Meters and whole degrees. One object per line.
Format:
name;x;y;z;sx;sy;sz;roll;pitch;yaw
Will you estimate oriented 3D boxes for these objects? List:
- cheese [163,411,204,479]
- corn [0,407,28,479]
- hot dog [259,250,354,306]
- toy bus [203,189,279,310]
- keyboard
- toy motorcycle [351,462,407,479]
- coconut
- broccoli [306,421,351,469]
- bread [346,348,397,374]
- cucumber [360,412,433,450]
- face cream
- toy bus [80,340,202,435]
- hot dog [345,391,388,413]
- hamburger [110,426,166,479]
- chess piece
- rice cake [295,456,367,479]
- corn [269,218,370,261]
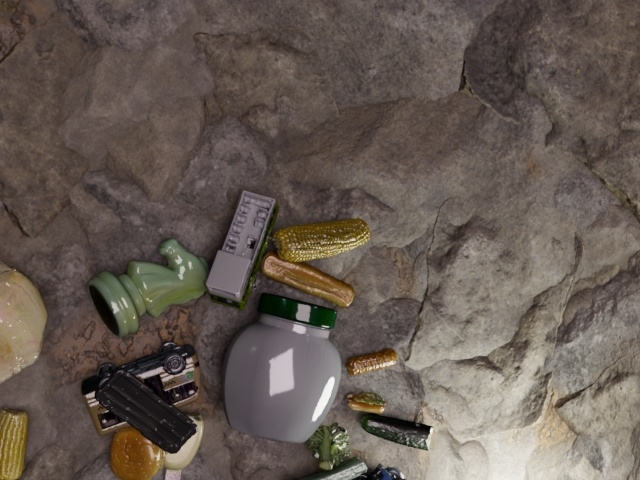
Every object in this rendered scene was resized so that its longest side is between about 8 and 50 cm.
cheese;-0.382;0.572;1.872;0.127;0.050;0.256;10;88;-20
corn;-0.750;0.490;1.731;0.085;0.063;0.165;10;87;4
hot dog;-0.036;0.109;1.981;0.285;0.061;0.088;29;82;-17
toy bus;-0.199;0.018;1.852;0.113;0.139;0.302;15;72;6
keyboard;-0.419;0.416;1.739;0.106;0.016;0.262;-47;111;-3
toy motorcycle;0.192;0.806;2.054;0.212;0.125;0.359;-28;98;-9
coconut;-0.764;0.177;1.605;0.297;0.297;0.255;-33;113;-16
broccoli;0.018;0.568;1.941;0.118;0.204;0.123;-20;92;6
bread;0.148;0.348;2.061;0.157;0.044;0.052;-10;92;-20
cucumber;0.221;0.550;2.079;0.241;0.074;0.075;17;85;-18
face cream;-0.095;0.331;1.881;0.312;0.219;0.357;16;85;-19
toy bus;-0.439;0.369;1.802;0.289;0.139;0.157;-18;103;-17
hot dog;0.131;0.460;2.054;0.133;0.056;0.041;12;117;-19
hamburger;-0.458;0.533;1.808;0.138;0.083;0.147;4;94;8
chess piece;-0.416;0.107;1.812;0.298;0.175;0.176;-28;100;-30
rice cake;0.011;0.656;1.980;0.237;0.127;0.043;-15;83;-14
corn;0.000;0.000;1.955;0.310;0.101;0.102;-6;93;-33
